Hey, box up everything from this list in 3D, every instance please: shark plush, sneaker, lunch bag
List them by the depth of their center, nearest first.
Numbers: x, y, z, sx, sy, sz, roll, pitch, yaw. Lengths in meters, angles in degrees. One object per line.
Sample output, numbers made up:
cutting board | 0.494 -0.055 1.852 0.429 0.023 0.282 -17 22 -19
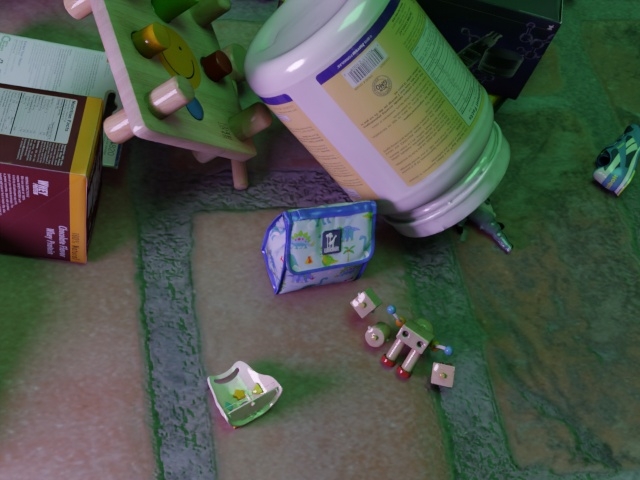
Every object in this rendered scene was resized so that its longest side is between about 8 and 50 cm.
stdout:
lunch bag | 0.000 0.000 1.356 0.128 0.151 0.096 -9 60 -19
shark plush | 0.217 -0.039 1.511 0.161 0.073 0.067 43 77 -8
sneaker | 0.476 -0.139 1.616 0.059 0.053 0.144 24 55 6

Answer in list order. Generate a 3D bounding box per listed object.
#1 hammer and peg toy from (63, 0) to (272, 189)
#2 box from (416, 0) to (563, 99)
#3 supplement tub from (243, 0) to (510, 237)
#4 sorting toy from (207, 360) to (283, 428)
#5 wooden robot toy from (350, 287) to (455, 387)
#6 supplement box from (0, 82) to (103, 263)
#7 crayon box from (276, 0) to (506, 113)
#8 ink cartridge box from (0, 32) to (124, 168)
hammer and peg toy | -0.165 -0.225 1.375 0.361 0.127 0.266 9 58 -61
box | 0.195 -0.324 1.467 0.261 0.184 0.103 14 57 -4
supplement tub | 0.083 -0.187 1.371 0.331 0.241 0.241 46 51 -27
sorting toy | -0.103 0.189 1.279 0.083 0.045 0.075 -26 59 -26
wooden robot toy | 0.118 0.130 1.367 0.173 0.076 0.079 36 22 11
supplement box | -0.385 -0.086 1.298 0.194 0.191 0.129 8 53 -7
crayon box | 0.156 -0.341 1.641 0.363 0.106 0.313 36 59 10
ink cartridge box | -0.385 -0.192 1.454 0.224 0.045 0.223 9 55 -7
